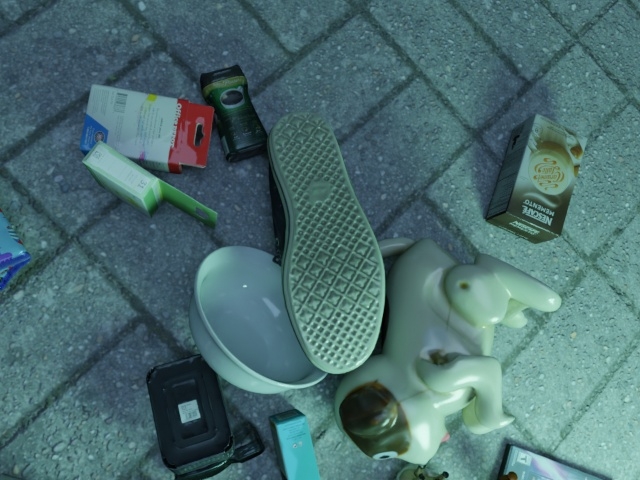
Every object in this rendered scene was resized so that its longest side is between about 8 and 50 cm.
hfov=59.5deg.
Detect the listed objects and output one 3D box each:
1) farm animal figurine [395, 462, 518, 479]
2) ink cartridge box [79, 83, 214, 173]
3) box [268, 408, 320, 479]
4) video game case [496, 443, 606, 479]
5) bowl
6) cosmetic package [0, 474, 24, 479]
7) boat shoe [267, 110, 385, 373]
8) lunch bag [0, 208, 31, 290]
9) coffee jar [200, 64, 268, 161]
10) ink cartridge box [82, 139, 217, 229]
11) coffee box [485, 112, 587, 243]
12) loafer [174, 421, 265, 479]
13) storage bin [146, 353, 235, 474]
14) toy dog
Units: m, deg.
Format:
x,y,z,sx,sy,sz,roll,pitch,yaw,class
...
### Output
x,y,z,sx,sy,sz,roll,pitch,yaw,class
0.285,0.602,1.024,0.326,0.172,0.330,12,44,0,farm animal figurine
-0.332,-0.210,1.093,0.231,0.078,0.134,8,80,-11,ink cartridge box
-0.036,0.447,1.040,0.060,0.100,0.244,-12,84,-15,box
0.489,0.568,1.176,0.274,0.026,0.196,22,77,-7,video game case
-0.124,0.164,1.020,0.297,0.134,0.298,29,34,-22,bowl
-0.530,0.582,0.861,0.155,0.197,0.366,22,78,-8,cosmetic package
0.000,0.000,1.053,0.186,0.156,0.500,-10,69,-9,boat shoe
-0.664,0.008,0.877,0.221,0.138,0.293,57,32,1,lunch bag
-0.176,-0.259,1.135,0.096,0.079,0.184,-19,86,-15,coffee jar
-0.306,-0.077,1.029,0.235,0.171,0.056,34,76,-6,ink cartridge box
0.482,-0.135,1.250,0.141,0.098,0.247,22,77,-8,coffee box
-0.192,0.397,1.042,0.170,0.062,0.061,-17,63,-17,loafer
-0.231,0.308,1.001,0.122,0.084,0.180,-14,64,-14,storage bin
0.188,0.215,1.040,0.395,0.284,0.408,33,76,3,toy dog
